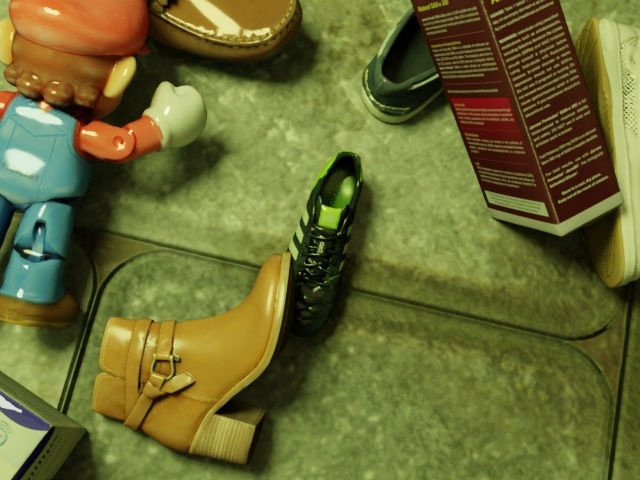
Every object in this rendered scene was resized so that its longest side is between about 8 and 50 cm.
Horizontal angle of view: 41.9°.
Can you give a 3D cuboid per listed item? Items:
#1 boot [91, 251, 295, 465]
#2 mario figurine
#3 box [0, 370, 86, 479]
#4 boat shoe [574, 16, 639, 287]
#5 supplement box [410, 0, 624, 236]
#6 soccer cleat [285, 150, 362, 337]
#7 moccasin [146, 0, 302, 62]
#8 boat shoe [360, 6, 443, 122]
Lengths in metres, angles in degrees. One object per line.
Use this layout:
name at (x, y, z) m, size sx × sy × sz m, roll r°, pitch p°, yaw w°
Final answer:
boot at (-0.109, 0.087, 0.724) m, size 0.152 × 0.073 × 0.197 m, roll 17°, pitch 90°, yaw 6°
mario figurine at (-0.233, -0.088, 0.762) m, size 0.198 × 0.170 × 0.321 m, roll 20°, pitch 89°, yaw -36°
box at (-0.272, 0.147, 0.677) m, size 0.126 × 0.137 × 0.072 m, roll 33°, pitch 76°, yaw 4°
boat shoe at (0.307, -0.090, 0.808) m, size 0.096 × 0.098 × 0.277 m, roll 3°, pitch 74°, yaw -3°
supplement box at (0.171, -0.132, 0.746) m, size 0.073 × 0.130 × 0.239 m, roll -27°, pitch 106°, yaw -11°
soccer cleat at (0.000, 0.000, 0.772) m, size 0.060 × 0.072 × 0.179 m, roll 15°, pitch 75°, yaw 0°
moccasin at (-0.177, -0.311, 0.801) m, size 0.380 × 0.147 × 0.139 m, roll 44°, pitch 75°, yaw 7°
boat shoe at (0.136, -0.226, 0.839) m, size 0.254 × 0.079 × 0.095 m, roll -42°, pitch 83°, yaw -13°
